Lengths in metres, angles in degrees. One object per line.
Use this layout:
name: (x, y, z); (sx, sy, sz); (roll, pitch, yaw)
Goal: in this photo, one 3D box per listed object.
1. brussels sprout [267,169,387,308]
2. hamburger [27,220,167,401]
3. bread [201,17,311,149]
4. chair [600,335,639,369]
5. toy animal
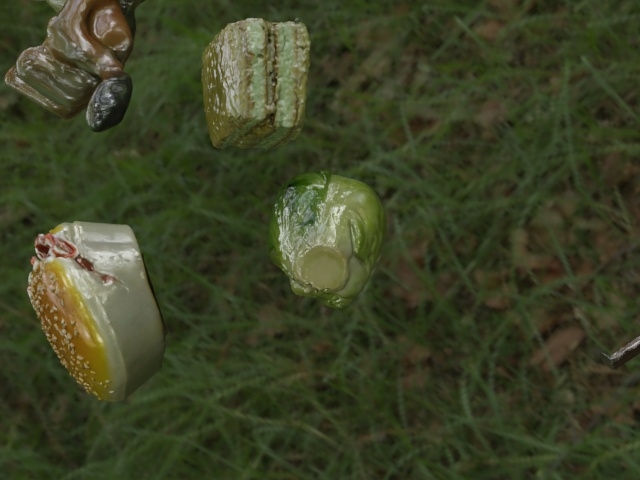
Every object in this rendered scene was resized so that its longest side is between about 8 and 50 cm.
brussels sprout: (0.004, -0.007, 1.506); (0.145, 0.131, 0.183); (-63, 13, -6)
hamburger: (-0.299, 0.098, 1.761); (0.227, 0.151, 0.295); (65, 159, 18)
bread: (-0.078, -0.186, 1.595); (0.196, 0.102, 0.138); (168, 97, -73)
chair: (0.385, 0.074, 0.904); (0.326, 0.183, 0.175); (-38, 44, -7)
toy animal: (-0.161, -0.165, 0.660); (0.312, 0.097, 0.157); (27, 86, 27)
